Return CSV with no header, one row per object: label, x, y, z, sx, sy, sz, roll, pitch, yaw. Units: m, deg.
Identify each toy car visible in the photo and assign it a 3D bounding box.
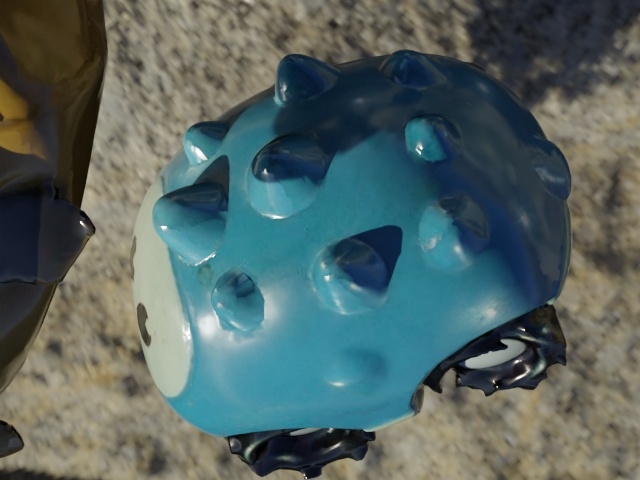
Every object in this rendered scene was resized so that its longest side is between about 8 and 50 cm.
toy car,0.000,0.000,0.951,0.255,0.188,0.190,-23,151,26

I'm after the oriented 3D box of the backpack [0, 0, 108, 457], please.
backpack,-0.233,-0.085,0.721,0.201,0.378,0.353,-23,160,-37
